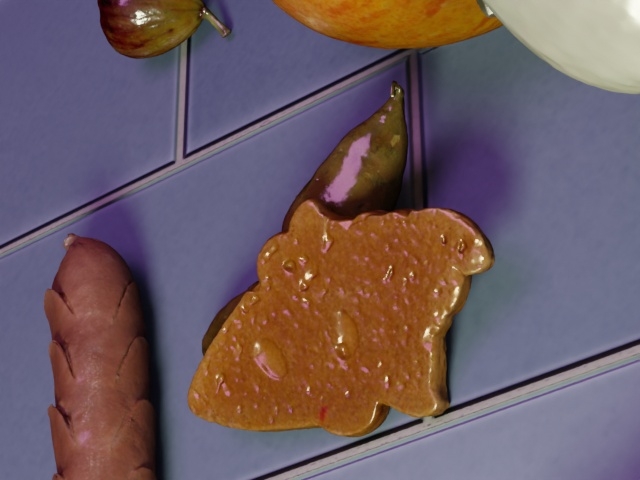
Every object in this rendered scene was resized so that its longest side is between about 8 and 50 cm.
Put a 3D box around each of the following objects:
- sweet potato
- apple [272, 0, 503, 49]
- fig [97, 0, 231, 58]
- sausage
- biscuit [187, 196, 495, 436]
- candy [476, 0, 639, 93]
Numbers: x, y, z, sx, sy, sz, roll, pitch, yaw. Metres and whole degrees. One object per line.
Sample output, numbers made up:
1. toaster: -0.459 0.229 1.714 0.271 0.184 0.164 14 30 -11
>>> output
1. sweet potato: 0.000 0.003 1.431 0.269 0.074 0.075 -52 40 20
2. apple: 0.053 -0.284 1.409 0.275 0.299 0.299 -13 56 55
3. fig: -0.134 -0.207 1.692 0.125 0.089 0.089 3 66 21
4. sausage: -0.170 0.162 1.484 0.088 0.088 0.433 -31 48 26
5. biscuit: 0.012 0.063 1.366 0.280 0.043 0.183 -35 71 32
6. candy: 0.272 -0.287 1.091 0.186 0.386 0.427 123 155 -79
